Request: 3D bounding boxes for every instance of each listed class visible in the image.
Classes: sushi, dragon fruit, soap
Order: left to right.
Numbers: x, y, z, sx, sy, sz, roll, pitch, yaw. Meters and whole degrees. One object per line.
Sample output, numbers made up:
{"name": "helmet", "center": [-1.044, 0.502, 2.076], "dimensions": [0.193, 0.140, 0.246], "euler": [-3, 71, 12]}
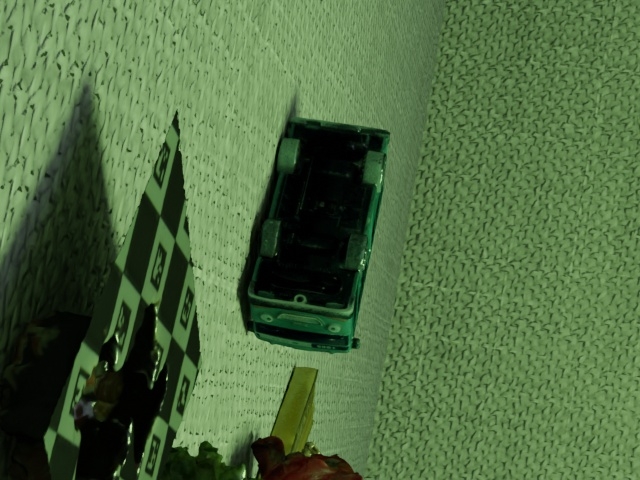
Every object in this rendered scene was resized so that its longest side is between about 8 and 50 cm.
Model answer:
{"name": "sushi", "center": [-0.152, 0.099, 1.084], "dimensions": [0.294, 0.059, 0.292], "euler": [90, 13, -47]}
{"name": "dragon fruit", "center": [-0.050, 0.321, 1.852], "dimensions": [0.211, 0.134, 0.262], "euler": [-89, -163, -53]}
{"name": "soap", "center": [-0.045, 0.280, 2.081], "dimensions": [0.252, 0.037, 0.092], "euler": [-71, 169, -51]}

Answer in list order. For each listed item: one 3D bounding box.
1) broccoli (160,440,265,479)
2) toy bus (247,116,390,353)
{"name": "broccoli", "center": [-0.002, 0.388, 1.310], "dimensions": [0.353, 0.397, 0.274], "euler": [101, 4, -54]}
{"name": "toy bus", "center": [0.000, 0.000, 1.773], "dimensions": [0.147, 0.128, 0.256], "euler": [90, 11, -55]}
